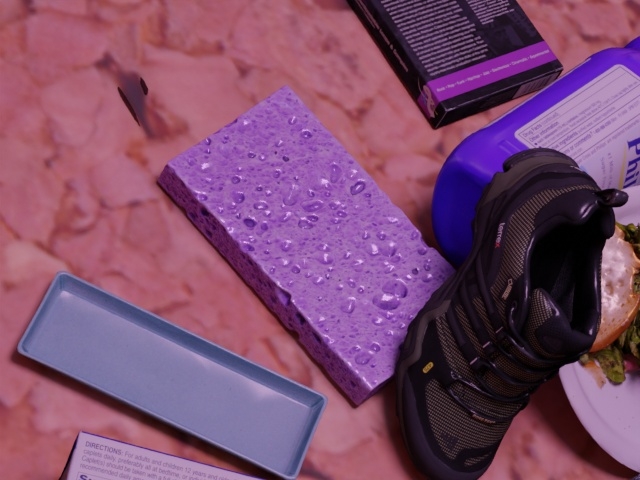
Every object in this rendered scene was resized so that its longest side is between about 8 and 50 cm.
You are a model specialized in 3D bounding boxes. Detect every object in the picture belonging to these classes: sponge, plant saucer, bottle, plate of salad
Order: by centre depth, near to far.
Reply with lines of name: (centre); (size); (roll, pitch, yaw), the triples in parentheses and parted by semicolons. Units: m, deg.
plant saucer: (-0.093, 0.088, 1.157); (0.192, 0.018, 0.067); (26, 55, -3)
sponge: (0.000, 0.000, 1.234); (0.117, 0.031, 0.210); (-34, 76, -32)
plate of salad: (0.238, 0.059, 1.234); (0.200, 0.048, 0.200); (6, 78, -33)
bottle: (0.202, -0.074, 1.295); (0.283, 0.118, 0.092); (-33, 60, -32)

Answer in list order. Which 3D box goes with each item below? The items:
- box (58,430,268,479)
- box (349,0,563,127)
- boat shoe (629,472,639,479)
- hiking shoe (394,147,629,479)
box: (-0.100, 0.197, 1.055); (0.126, 0.072, 0.137); (16, 57, -8)
box: (0.092, -0.169, 1.370); (0.116, 0.029, 0.162); (-21, 70, -29)
boat shoe: (0.249, 0.165, 1.198); (0.083, 0.065, 0.183); (42, 57, 7)
hiking shoe: (0.116, 0.057, 1.134); (0.086, 0.114, 0.227); (15, 100, -21)
